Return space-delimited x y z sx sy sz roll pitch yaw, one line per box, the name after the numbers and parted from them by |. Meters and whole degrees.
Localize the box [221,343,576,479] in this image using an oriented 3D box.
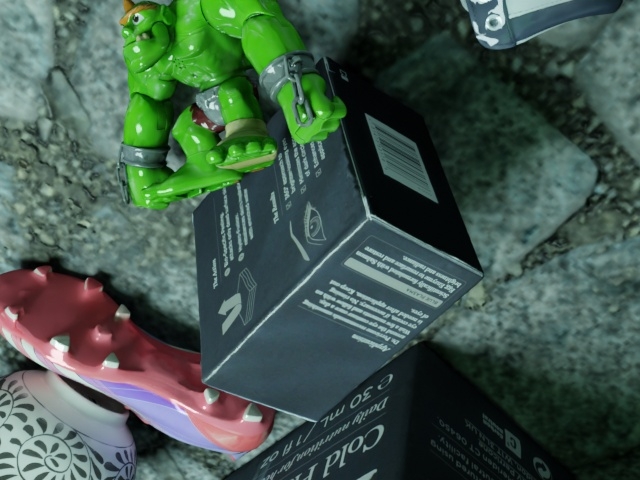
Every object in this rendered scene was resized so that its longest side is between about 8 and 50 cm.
-0.021 0.412 0.626 0.297 0.471 0.480 42 117 -15 | box

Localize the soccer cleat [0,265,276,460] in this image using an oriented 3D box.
-0.153 0.104 0.699 0.248 0.083 0.095 24 133 -5 | soccer cleat

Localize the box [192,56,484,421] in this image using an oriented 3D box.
0.000 0.000 0.553 0.093 0.156 0.158 26 124 -31 | box

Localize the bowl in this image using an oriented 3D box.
-0.207 0.152 0.710 0.170 0.170 0.080 35 88 -11 | bowl

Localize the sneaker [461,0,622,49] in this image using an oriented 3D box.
0.048 -0.195 0.474 0.282 0.099 0.153 9 119 1 | sneaker

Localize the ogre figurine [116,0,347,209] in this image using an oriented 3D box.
-0.071 -0.094 0.540 0.097 0.197 0.118 -11 85 -23 | ogre figurine
